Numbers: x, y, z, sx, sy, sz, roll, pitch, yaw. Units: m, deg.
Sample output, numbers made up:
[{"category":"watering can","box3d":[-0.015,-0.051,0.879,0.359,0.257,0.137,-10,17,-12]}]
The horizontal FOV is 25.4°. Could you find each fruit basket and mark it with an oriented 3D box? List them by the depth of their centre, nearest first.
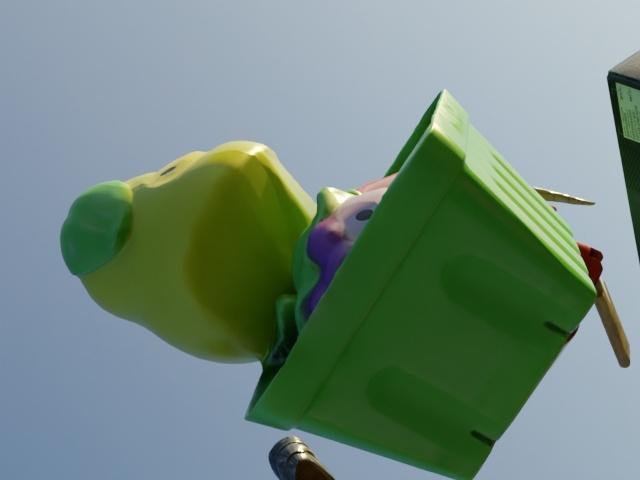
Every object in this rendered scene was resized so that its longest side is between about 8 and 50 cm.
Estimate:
[{"category":"fruit basket","box3d":[0.000,0.000,1.113,0.392,0.392,0.283,17,-70,-53]}]

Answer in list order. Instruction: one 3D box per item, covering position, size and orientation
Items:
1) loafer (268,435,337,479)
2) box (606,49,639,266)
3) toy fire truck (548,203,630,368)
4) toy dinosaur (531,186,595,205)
[{"category":"loafer","box3d":[0.006,0.293,1.574,0.062,0.061,0.170,-43,-71,-7]},{"category":"box","box3d":[0.312,-0.061,1.058,0.183,0.059,0.233,-32,-55,-21]},{"category":"toy fire truck","box3d":[0.273,0.081,1.665,0.158,0.246,0.217,113,178,-49]},{"category":"toy dinosaur","box3d":[0.160,-0.036,1.462,0.211,0.064,0.112,-25,-99,-15]}]
